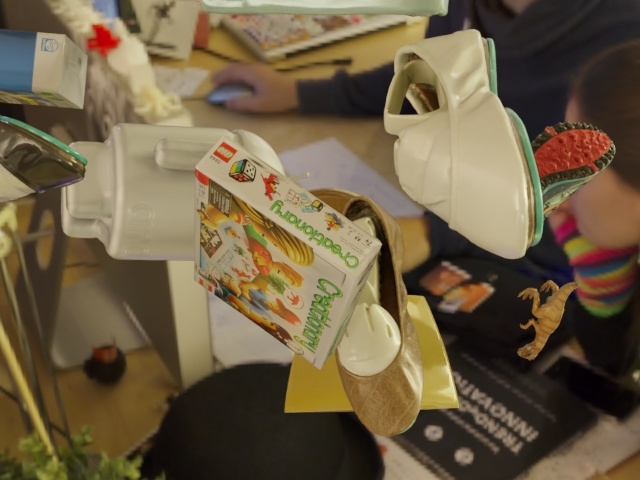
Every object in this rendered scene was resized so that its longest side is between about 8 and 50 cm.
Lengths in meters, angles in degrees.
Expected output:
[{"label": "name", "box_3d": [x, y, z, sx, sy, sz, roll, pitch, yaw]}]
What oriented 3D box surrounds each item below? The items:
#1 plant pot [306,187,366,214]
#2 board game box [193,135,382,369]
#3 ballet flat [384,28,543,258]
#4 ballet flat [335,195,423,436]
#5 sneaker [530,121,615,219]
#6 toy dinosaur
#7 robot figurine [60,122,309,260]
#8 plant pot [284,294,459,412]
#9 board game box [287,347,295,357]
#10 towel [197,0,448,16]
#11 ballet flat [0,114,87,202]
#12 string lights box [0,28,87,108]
[{"label": "plant pot", "box_3d": [0.000, 0.000, 1.675, 0.236, 0.032, 0.236, -5, 52, 6]}, {"label": "board game box", "box_3d": [-0.047, 0.025, 1.148, 0.193, 0.305, 0.053, 34, 67, 9]}, {"label": "ballet flat", "box_3d": [0.131, -0.103, 1.074, 0.139, 0.139, 0.400, 1, 33, 0]}, {"label": "ballet flat", "box_3d": [0.064, 0.081, 1.376, 0.116, 0.124, 0.342, -11, 53, 16]}, {"label": "sneaker", "box_3d": [0.335, -0.089, 1.636, 0.262, 0.125, 0.104, -29, 68, -13]}, {"label": "toy dinosaur", "box_3d": [0.392, 0.111, 1.779, 0.064, 0.211, 0.112, 1, 41, -21]}, {"label": "robot figurine", "box_3d": [-0.201, -0.069, 1.567, 0.354, 0.300, 0.199, 1, 71, -18]}, {"label": "plant pot", "box_3d": [0.080, 0.187, 1.740, 0.212, 0.187, 0.212, 5, -11, -34]}, {"label": "board game box", "box_3d": [-0.021, 0.185, 1.978, 0.035, 0.136, 0.201, -17, 47, -24]}, {"label": "towel", "box_3d": [-0.007, -0.445, 1.328, 0.375, 0.320, 0.090, 8, 15, 25]}, {"label": "ballet flat", "box_3d": [-0.352, -0.095, 1.133, 0.280, 0.095, 0.096, 29, 81, 41]}, {"label": "string lights box", "box_3d": [-0.436, -0.221, 1.321, 0.260, 0.076, 0.133, 5, -2, 0]}]
